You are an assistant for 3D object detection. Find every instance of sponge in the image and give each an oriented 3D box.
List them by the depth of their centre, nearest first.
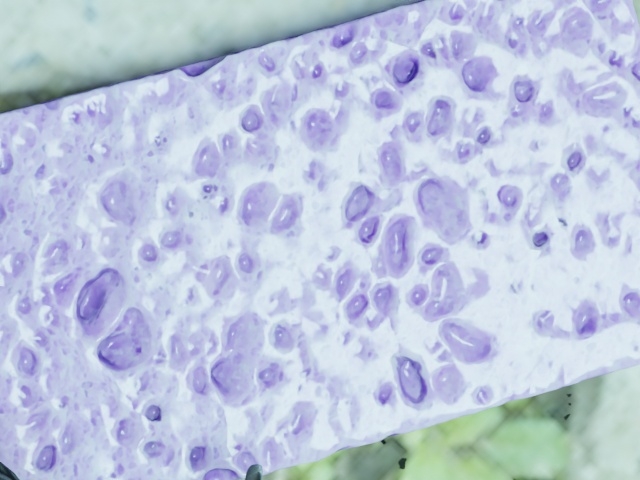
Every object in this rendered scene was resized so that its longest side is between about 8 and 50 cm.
[{"bbox_3d":[0.000,0.000,0.483,0.210,0.031,0.117,-16,95,-5],"label":"sponge"}]

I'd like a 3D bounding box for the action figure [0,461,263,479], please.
[{"bbox_3d":[-0.124,0.156,0.418,0.276,0.141,0.164,-22,131,-2],"label":"action figure"}]
